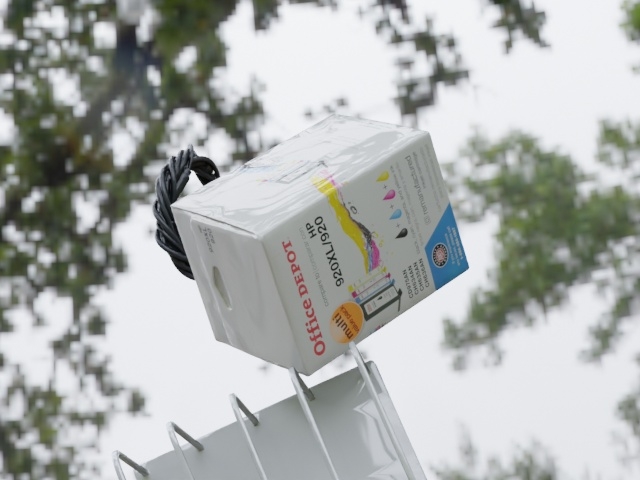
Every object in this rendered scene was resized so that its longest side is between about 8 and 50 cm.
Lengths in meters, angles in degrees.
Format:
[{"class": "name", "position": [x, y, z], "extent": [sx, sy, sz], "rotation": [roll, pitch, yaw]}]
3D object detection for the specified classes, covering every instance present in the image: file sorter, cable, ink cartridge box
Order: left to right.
[{"class": "cable", "position": [-0.161, -0.032, 2.253], "extent": [0.047, 0.185, 0.150], "rotation": [-18, -15, 33]}, {"class": "file sorter", "position": [-0.045, 0.245, 1.781], "extent": [0.277, 0.193, 0.173], "rotation": [-25, -19, 2]}, {"class": "ink cartridge box", "position": [0.000, 0.000, 1.863], "extent": [0.232, 0.171, 0.168], "rotation": [-32, 28, -28]}]
